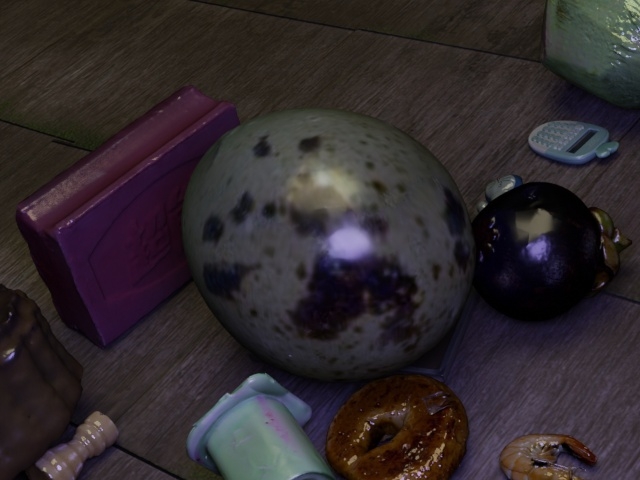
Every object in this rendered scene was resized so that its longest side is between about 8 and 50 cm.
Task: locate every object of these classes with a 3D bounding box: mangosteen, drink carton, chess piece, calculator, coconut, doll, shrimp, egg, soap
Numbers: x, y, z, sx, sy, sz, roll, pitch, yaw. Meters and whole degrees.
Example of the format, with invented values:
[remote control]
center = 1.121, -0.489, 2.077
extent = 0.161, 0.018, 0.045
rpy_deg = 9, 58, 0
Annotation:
[mangosteen]
center = 0.306, 0.016, 1.699
extent = 0.230, 0.194, 0.194
rpy_deg = 3, 30, -24
[drink carton]
center = -0.061, 0.271, 1.529
extent = 0.144, 0.146, 0.142
rpy_deg = -42, 50, 5
[chess piece]
center = -0.324, 0.279, 1.679
extent = 0.066, 0.066, 0.122
rpy_deg = 15, 44, 35
[calculator]
center = 0.394, -0.153, 1.993
extent = 0.153, 0.021, 0.095
rpy_deg = 22, 51, 40
[coconut]
center = 0.492, -0.363, 2.021
extent = 0.328, 0.281, 0.329
rpy_deg = -24, 54, 39
[doll]
center = 0.270, -0.063, 1.903
extent = 0.076, 0.050, 0.083
rpy_deg = -19, 34, 28
[shrimp]
center = 0.285, 0.268, 1.493
extent = 0.162, 0.045, 0.095
rpy_deg = 15, 26, 42
[egg]
center = 0.000, 0.000, 1.651
extent = 0.345, 0.345, 0.428
rpy_deg = -39, 38, -27
[soap]
center = -0.262, -0.042, 1.926
extent = 0.128, 0.233, 0.359
rpy_deg = 23, 52, 39

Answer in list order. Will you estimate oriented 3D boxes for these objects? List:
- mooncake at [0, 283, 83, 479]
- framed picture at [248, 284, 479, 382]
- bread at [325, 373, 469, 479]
[mooncake]
center = -0.487, 0.202, 1.694
extent = 0.324, 0.187, 0.324
rpy_deg = -21, 27, 12
[framed picture]
center = 0.068, 0.106, 1.790
extent = 0.289, 0.016, 0.213
rpy_deg = 3, 41, 24
[bread]
center = 0.097, 0.242, 1.571
extent = 0.193, 0.064, 0.193
rpy_deg = -14, 40, 12
